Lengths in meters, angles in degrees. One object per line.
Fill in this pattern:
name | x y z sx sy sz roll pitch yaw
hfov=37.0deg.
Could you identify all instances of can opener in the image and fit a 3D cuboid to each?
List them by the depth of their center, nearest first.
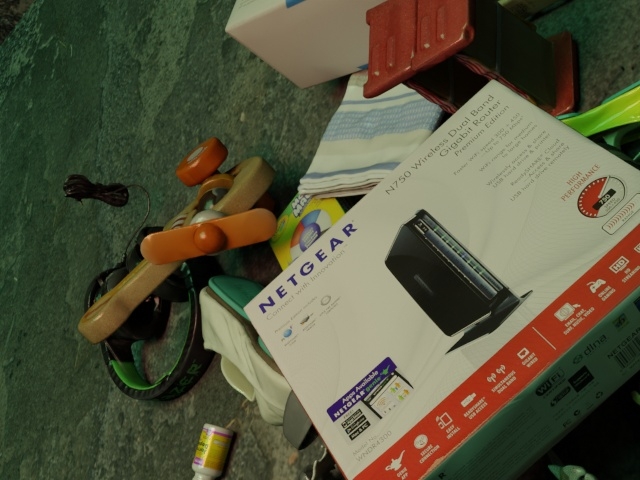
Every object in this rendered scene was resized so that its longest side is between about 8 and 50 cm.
can opener | -0.011 0.253 1.058 0.095 0.076 0.283 38 125 26

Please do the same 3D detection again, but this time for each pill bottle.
pill bottle | -0.152 0.298 1.325 0.043 0.043 0.083 -1 70 51

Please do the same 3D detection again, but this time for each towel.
towel | 0.090 -0.181 1.260 0.209 0.034 0.285 -2 57 50

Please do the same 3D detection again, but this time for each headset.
headset | -0.298 0.063 1.526 0.243 0.185 0.394 -41 54 29

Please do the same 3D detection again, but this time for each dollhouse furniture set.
dollhouse furniture set | 0.180 -0.314 1.125 0.152 0.201 0.374 -20 56 44

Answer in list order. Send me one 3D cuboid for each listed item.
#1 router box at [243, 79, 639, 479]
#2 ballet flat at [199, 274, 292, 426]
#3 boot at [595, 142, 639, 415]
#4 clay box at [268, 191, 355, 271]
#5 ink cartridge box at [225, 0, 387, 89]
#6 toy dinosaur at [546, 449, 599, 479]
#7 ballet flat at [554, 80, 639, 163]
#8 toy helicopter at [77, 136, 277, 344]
router box | 0.123 0.048 0.831 0.335 0.082 0.301 -43 38 2
ballet flat | -0.055 0.161 1.234 0.400 0.139 0.139 31 95 58
boot | 0.244 0.119 0.859 0.377 0.138 0.284 -55 37 6
clay box | 0.000 0.000 1.298 0.127 0.053 0.222 -52 39 17
ink cartridge box | 0.065 -0.443 1.341 0.285 0.166 0.395 -9 56 48
toy dinosaur | 0.255 0.320 0.758 0.160 0.121 0.314 4 99 51
ballet flat | 0.290 -0.106 0.981 0.231 0.077 0.077 -22 70 41
toy helicopter | -0.196 0.015 1.342 0.355 0.140 0.235 -45 21 -10
